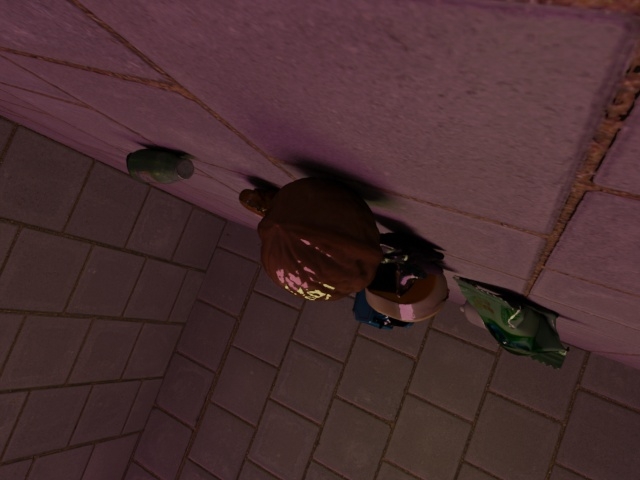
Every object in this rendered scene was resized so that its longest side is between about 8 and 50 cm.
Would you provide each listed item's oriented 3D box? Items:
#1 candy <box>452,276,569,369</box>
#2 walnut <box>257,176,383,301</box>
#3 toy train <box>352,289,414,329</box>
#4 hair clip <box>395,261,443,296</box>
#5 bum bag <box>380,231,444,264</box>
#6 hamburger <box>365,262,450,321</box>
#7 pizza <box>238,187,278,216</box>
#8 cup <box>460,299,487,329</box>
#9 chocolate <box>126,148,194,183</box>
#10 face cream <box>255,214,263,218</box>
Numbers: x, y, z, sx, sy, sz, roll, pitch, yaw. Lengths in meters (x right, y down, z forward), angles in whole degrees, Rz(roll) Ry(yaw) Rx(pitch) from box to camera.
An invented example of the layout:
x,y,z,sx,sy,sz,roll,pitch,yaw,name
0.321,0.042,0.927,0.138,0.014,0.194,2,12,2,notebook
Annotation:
x,y,z,sx,sy,sz,roll,pitch,yaw,name
0.644,0.269,1.591,0.398,0.172,0.263,37,165,-26,candy
0.000,0.000,0.838,0.225,0.225,0.261,18,180,33,walnut
0.284,0.239,1.992,0.188,0.300,0.265,24,164,-33,toy train
0.266,0.077,1.302,0.110,0.096,0.358,-8,-176,24,hair clip
0.186,0.017,1.108,0.137,0.074,0.310,17,-172,41,bum bag
0.284,0.161,1.552,0.295,0.227,0.151,22,154,42,hamburger
-0.107,-0.083,1.252,0.228,0.081,0.289,27,177,7,pizza
0.653,0.262,1.825,0.134,0.173,0.142,57,163,-21,cup
-0.439,-0.204,1.287,0.110,0.110,0.291,25,172,-42,chocolate
-0.126,-0.068,1.566,0.198,0.057,0.084,26,-156,27,face cream
